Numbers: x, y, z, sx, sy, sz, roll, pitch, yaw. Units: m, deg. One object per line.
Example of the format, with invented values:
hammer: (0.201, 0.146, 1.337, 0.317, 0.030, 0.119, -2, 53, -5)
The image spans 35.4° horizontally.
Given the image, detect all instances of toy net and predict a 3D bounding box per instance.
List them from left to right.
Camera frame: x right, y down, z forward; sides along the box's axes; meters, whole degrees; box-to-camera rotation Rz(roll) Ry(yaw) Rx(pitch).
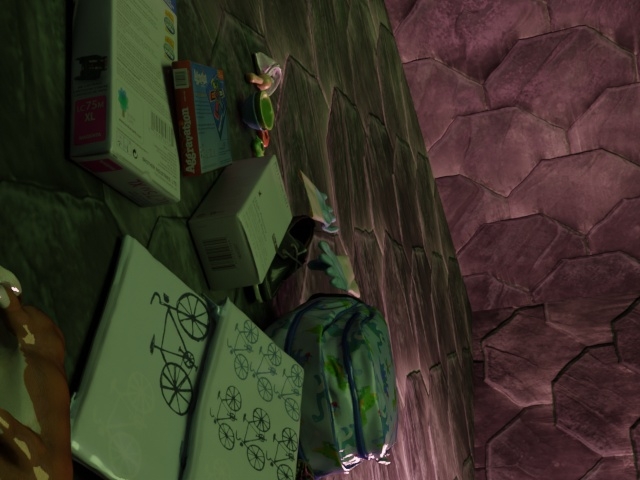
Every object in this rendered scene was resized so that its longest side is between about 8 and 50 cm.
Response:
toy net: (-0.092, -0.247, 1.751, 0.232, 0.045, 0.122, -81, 156, -49)

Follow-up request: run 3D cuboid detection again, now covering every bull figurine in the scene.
bull figurine: (-0.245, 0.147, 0.777, 0.310, 0.101, 0.188, -116, -176, -46)

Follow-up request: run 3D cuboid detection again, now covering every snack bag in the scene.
snack bag: (-0.138, 0.185, 1.157, 0.342, 0.037, 0.323, 45, 32, -30)

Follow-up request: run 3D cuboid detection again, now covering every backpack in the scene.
backpack: (0.009, 0.227, 1.534, 0.355, 0.273, 0.290, 2, 85, -63)

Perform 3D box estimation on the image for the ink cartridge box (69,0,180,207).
ink cartridge box: (-0.231, -0.214, 1.205, 0.186, 0.065, 0.311, 45, 42, -68)

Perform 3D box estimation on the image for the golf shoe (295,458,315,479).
golf shoe: (-0.049, 0.387, 1.397, 0.086, 0.067, 0.186, -106, -153, -82)

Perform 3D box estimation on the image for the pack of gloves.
pack of gloves: (0.000, 0.000, 1.697, 0.232, 0.046, 0.195, 34, 38, -75)

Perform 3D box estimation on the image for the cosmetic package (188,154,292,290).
cosmetic package: (-0.112, -0.031, 1.488, 0.231, 0.085, 0.117, -67, 146, -60)

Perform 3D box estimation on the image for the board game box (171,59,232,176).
board game box: (-0.159, -0.168, 1.379, 0.281, 0.027, 0.145, -67, 153, -83)

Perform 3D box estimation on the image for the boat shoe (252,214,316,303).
boat shoe: (-0.063, 0.023, 1.647, 0.233, 0.079, 0.084, -67, 147, -60)
